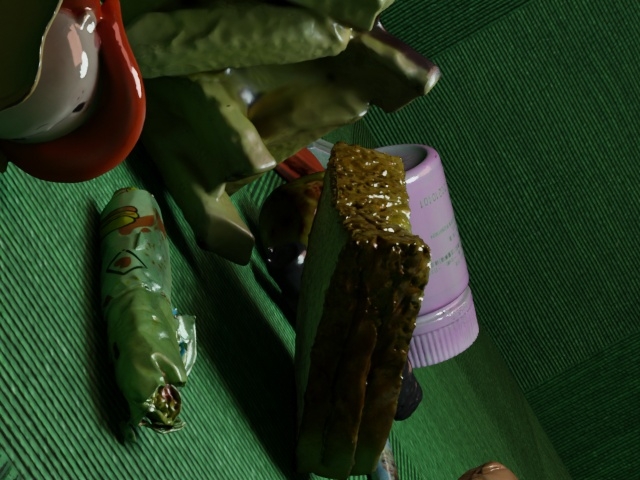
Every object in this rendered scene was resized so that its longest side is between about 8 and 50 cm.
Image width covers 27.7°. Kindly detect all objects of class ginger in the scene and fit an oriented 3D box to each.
[{"bbox_3d":[-0.098,-0.187,1.240,0.211,0.358,0.413,-53,138,-39],"label":"ginger"}]

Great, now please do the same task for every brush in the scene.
[{"bbox_3d":[-0.045,-0.125,2.039,0.070,0.051,0.323,58,10,27],"label":"brush"}]

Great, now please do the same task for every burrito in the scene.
[{"bbox_3d":[-0.131,0.061,1.017,0.104,0.054,0.288,57,8,-32],"label":"burrito"}]

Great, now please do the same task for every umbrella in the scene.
[{"bbox_3d":[0.032,0.112,1.604,0.326,0.090,0.094,54,33,-37],"label":"umbrella"}]

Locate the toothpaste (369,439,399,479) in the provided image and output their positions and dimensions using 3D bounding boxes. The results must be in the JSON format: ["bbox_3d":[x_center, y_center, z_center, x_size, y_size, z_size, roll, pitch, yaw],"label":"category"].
[{"bbox_3d":[0.072,0.267,1.531,0.062,0.037,0.216,50,19,-55],"label":"toothpaste"}]

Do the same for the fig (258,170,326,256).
[{"bbox_3d":[0.000,0.000,1.633,0.154,0.144,0.165,-103,175,-66],"label":"fig"}]

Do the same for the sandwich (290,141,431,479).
[{"bbox_3d":[0.031,0.073,1.305,0.301,0.099,0.271,-96,-166,-68],"label":"sandwich"}]

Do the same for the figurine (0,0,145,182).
[{"bbox_3d":[-0.212,-0.142,0.838,0.208,0.181,0.257,32,1,3],"label":"figurine"}]

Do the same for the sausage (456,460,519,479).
[{"bbox_3d":[0.275,0.444,1.816,0.304,0.121,0.121,58,10,-19],"label":"sausage"}]

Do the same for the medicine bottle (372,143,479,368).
[{"bbox_3d":[0.117,0.022,1.873,0.178,0.178,0.290,-95,169,-68],"label":"medicine bottle"}]

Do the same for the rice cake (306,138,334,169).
[{"bbox_3d":[0.049,-0.137,2.307,0.222,0.042,0.080,19,17,-31],"label":"rice cake"}]
